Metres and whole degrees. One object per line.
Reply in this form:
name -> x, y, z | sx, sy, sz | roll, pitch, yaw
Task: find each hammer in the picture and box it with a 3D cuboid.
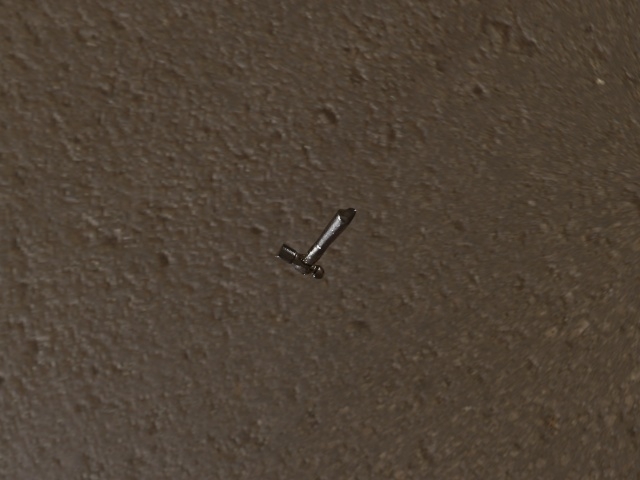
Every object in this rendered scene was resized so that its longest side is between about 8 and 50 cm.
hammer -> 0.000, 0.000, 1.104 | 0.065, 0.178, 0.021 | 28, 63, -7
